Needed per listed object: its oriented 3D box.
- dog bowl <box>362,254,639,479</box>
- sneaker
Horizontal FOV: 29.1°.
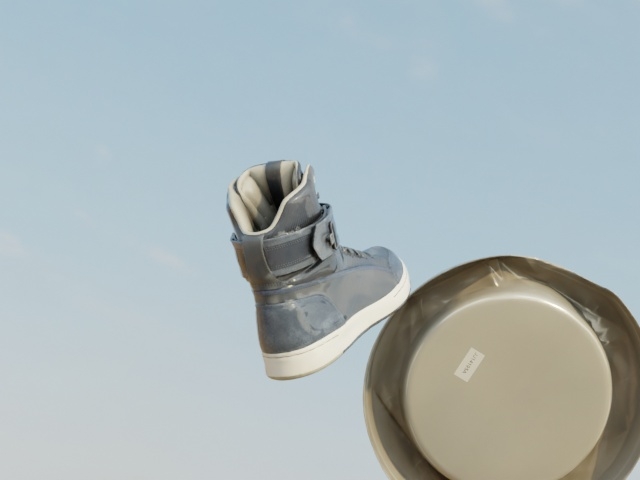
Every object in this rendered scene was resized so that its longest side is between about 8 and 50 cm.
[{"bbox_3d":[0.221,0.177,1.495,0.348,0.349,0.102,12,8,-4],"label":"dog bowl"},{"bbox_3d":[0.001,0.000,1.048,0.086,0.163,0.226,-11,13,27],"label":"sneaker"}]
